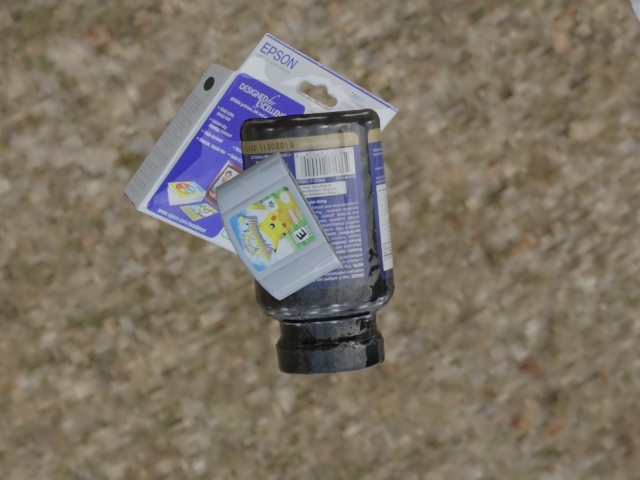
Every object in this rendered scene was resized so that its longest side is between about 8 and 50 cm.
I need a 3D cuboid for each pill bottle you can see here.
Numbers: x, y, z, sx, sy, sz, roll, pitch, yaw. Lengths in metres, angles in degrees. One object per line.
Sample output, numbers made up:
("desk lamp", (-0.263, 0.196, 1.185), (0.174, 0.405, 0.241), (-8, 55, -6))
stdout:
("pill bottle", (0.000, 0.000, 1.511), (0.122, 0.219, 0.123), (-5, -176, 0))

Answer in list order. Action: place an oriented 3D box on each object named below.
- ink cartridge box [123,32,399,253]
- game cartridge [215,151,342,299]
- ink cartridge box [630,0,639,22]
("ink cartridge box", (-0.055, -0.087, 1.683), (0.206, 0.045, 0.208), (26, 106, -46))
("game cartridge", (-0.030, -0.007, 1.114), (0.056, 0.083, 0.017), (-31, 177, 13))
("ink cartridge box", (0.413, -0.236, 1.513), (0.237, 0.100, 0.172), (-21, -168, 45))
